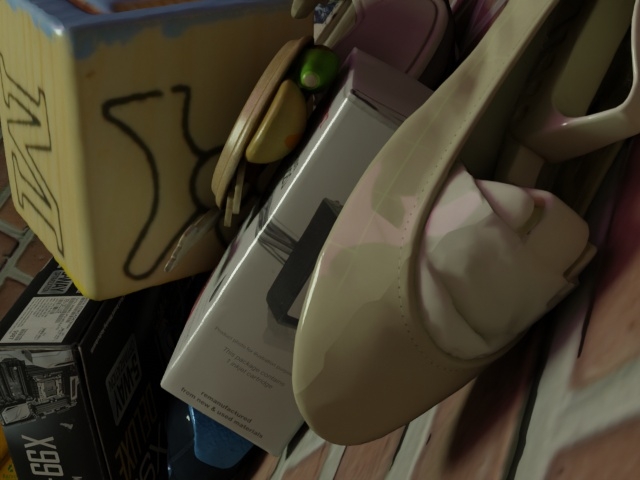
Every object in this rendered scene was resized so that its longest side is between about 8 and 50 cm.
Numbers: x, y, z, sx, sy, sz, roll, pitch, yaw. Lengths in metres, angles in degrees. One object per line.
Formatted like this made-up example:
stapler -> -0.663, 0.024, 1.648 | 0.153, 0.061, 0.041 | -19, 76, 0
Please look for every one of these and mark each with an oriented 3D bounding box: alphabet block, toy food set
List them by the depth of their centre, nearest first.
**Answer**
toy food set -> -0.028, -0.068, 0.634 | 0.192, 0.038, 0.132 | -61, 0, 16
alphabet block -> -0.127, -0.099, 0.759 | 0.193, 0.192, 0.197 | 40, 136, 49

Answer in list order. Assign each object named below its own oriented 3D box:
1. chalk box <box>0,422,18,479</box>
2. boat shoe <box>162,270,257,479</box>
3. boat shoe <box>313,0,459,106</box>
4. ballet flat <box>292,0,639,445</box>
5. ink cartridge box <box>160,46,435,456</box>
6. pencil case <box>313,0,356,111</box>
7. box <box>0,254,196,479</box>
chalk box -> -0.288, 0.238, 0.904 | 0.289, 0.180, 0.179 | 75, -166, -78
boat shoe -> -0.083, 0.089, 0.782 | 0.089, 0.109, 0.258 | -59, 5, 29
boat shoe -> 0.070, -0.152, 0.848 | 0.112, 0.096, 0.335 | -17, 29, 18
ballet flat -> 0.075, -0.030, 0.365 | 0.248, 0.086, 0.086 | -60, 8, -9
ink cartridge box -> 0.000, 0.000, 0.641 | 0.218, 0.092, 0.158 | -55, 9, 18
pencil case -> -0.034, -0.139, 1.110 | 0.184, 0.159, 0.410 | 106, -171, -59
box -> -0.160, 0.106, 0.845 | 0.307, 0.076, 0.243 | -74, -21, -62
